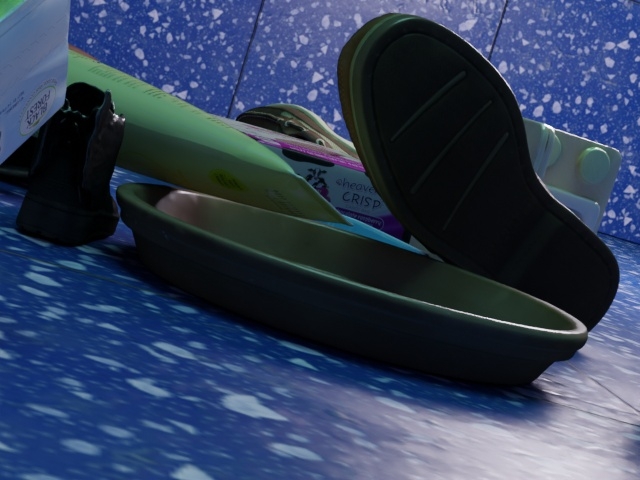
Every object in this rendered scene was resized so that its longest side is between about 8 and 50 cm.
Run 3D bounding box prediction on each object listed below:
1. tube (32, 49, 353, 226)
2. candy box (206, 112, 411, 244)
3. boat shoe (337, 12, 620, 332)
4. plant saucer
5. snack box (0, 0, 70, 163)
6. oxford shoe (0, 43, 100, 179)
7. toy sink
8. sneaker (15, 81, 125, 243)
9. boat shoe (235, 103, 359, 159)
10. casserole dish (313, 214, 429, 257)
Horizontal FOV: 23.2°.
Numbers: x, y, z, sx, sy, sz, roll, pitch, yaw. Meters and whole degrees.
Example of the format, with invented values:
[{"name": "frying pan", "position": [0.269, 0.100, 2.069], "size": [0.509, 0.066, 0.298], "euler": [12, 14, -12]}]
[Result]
[{"name": "tube", "position": [-0.097, -0.062, 0.939], "size": [0.240, 0.062, 0.070], "euler": [22, 34, 23]}, {"name": "candy box", "position": [-0.024, -0.054, 1.401], "size": [0.159, 0.071, 0.233], "euler": [15, 5, -21]}, {"name": "boat shoe", "position": [0.087, -0.040, 1.053], "size": [0.104, 0.111, 0.307], "euler": [36, -12, 50]}, {"name": "plant saucer", "position": [0.014, 0.025, 0.889], "size": [0.278, 0.041, 0.278], "euler": [18, 5, -2]}, {"name": "snack box", "position": [-0.217, -0.064, 0.539], "size": [0.207, 0.070, 0.174], "euler": [17, 35, 13]}, {"name": "oxford shoe", "position": [-0.297, -0.127, 1.049], "size": [0.348, 0.123, 0.130], "euler": [15, 11, -8]}, {"name": "toy sink", "position": [0.184, -0.038, 1.471], "size": [0.131, 0.152, 0.234], "euler": [15, 5, -24]}, {"name": "sneaker", "position": [-0.135, -0.047, 0.886], "size": [0.051, 0.089, 0.170], "euler": [17, 6, -1]}, {"name": "boat shoe", "position": [-0.035, -0.101, 1.754], "size": [0.095, 0.095, 0.257], "euler": [5, 12, -40]}, {"name": "casserole dish", "position": [0.000, 0.000, 1.117], "size": [0.114, 0.037, 0.188], "euler": [14, 5, -25]}]
